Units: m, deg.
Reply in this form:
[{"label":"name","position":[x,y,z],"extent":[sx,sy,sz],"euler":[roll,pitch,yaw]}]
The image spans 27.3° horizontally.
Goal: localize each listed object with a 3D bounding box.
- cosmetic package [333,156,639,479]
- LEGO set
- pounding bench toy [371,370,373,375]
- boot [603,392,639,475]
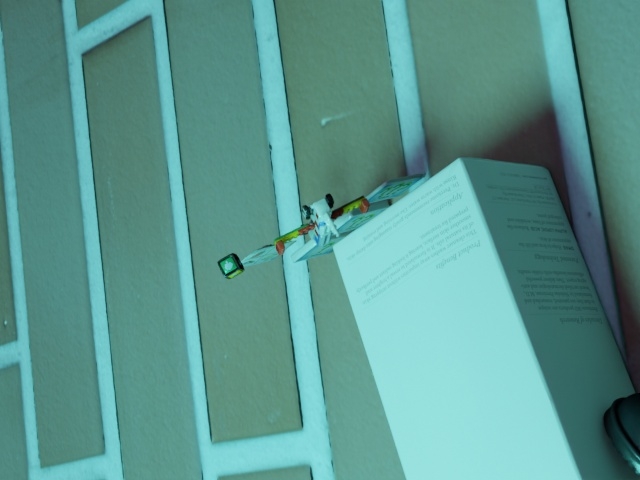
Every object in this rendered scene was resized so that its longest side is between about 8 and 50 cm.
[{"label":"cosmetic package","position":[0.180,0.131,1.362],"extent":[0.217,0.156,0.385],"euler":[-33,66,40]},{"label":"LEGO set","position":[0.000,0.000,1.497],"extent":[0.182,0.244,0.060],"euler":[-38,75,37]},{"label":"pounding bench toy","position":[0.101,0.148,1.513],"extent":[0.083,0.052,0.065],"euler":[-54,53,30]},{"label":"boot","position":[0.396,0.168,1.173],"extent":[0.246,0.094,0.207],"euler":[46,123,30]}]
